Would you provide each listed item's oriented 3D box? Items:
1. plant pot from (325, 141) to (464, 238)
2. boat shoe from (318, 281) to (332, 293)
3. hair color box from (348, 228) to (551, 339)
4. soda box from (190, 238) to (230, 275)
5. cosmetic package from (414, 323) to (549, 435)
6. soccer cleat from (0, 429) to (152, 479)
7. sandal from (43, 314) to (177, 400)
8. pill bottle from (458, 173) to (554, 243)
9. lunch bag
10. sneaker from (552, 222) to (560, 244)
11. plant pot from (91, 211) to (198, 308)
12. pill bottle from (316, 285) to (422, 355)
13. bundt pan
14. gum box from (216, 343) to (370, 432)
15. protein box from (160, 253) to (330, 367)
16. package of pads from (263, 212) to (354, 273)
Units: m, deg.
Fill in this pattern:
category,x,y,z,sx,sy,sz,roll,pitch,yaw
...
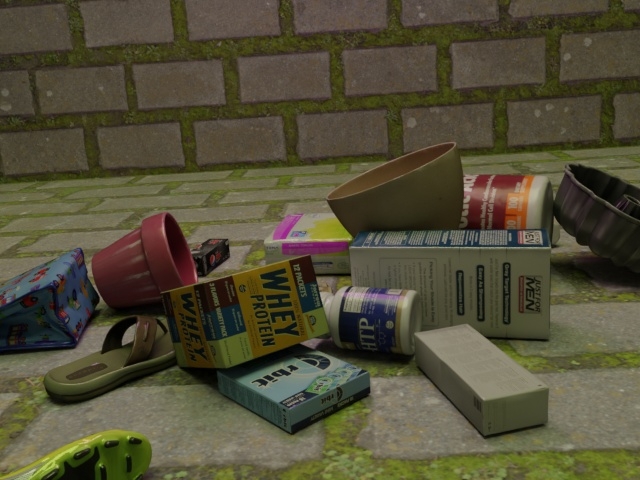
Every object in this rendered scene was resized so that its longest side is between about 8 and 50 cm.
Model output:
category,x,y,z,sx,sy,sz,roll,pitch,yaw
plant pot,0.178,-0.059,1.393,0.284,0.191,0.284,-24,11,5
boat shoe,0.001,0.118,1.399,0.045,0.050,0.135,-9,6,-8
hair color box,0.235,0.076,1.233,0.347,0.174,0.105,0,19,16
soda box,-0.292,0.041,1.741,0.060,0.053,0.169,0,15,15
cosmetic package,0.229,0.198,1.003,0.098,0.061,0.239,-9,16,-12
soccer cleat,-0.331,0.284,0.771,0.121,0.093,0.289,1,14,44
sandal,-0.327,0.180,1.163,0.120,0.086,0.302,7,19,36
pill bottle,0.323,-0.043,1.570,0.392,0.224,0.224,3,17,26
lunch bag,-0.624,0.140,1.354,0.293,0.138,0.221,-14,18,-1
sneaker,0.493,-0.008,1.716,0.212,0.080,0.094,-2,2,-18
plant pot,-0.383,0.060,1.468,0.180,0.201,0.201,-20,15,1
pill bottle,0.075,0.136,1.178,0.186,0.112,0.112,2,16,22
bundt pan,0.657,-0.038,1.492,0.330,0.124,0.331,20,26,-11
gum box,-0.043,0.217,1.041,0.157,0.041,0.184,-15,19,-38
protein box,-0.130,0.121,1.139,0.199,0.136,0.201,-14,-1,-33
package of pads,0.000,0.000,1.728,0.229,0.101,0.296,-2,16,9
